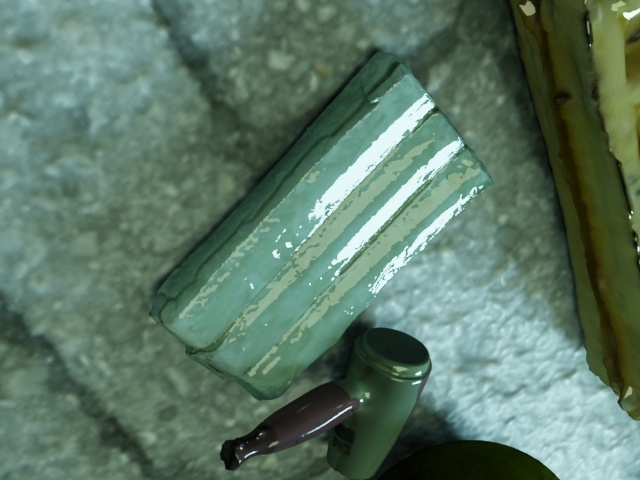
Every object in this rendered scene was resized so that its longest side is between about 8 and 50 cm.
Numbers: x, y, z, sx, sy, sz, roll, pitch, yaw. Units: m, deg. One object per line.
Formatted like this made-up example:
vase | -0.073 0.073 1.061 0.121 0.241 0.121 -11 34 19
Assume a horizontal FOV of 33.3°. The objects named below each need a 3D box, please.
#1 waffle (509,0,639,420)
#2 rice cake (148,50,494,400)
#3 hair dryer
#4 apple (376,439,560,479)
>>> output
waffle | 0.271 -0.063 0.693 0.261 0.114 0.376 -28 127 -10
rice cake | 0.000 0.000 0.645 0.211 0.038 0.124 -43 128 4
hair dryer | -0.003 0.116 0.685 0.154 0.054 0.106 -6 126 -43
apple | 0.108 0.242 0.770 0.197 0.157 0.196 -14 119 -27
